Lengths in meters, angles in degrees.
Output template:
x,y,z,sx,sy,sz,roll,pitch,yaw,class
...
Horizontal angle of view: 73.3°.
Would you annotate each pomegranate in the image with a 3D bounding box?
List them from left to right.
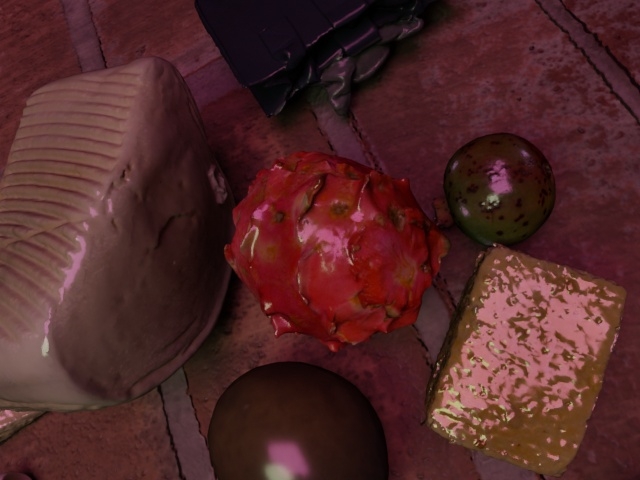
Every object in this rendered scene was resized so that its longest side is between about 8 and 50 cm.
x,y,z,sx,sy,sz,roll,pitch,yaw,class
0.187,-0.055,0.473,0.130,0.130,0.130,-4,73,14,pomegranate

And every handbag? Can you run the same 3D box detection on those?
x,y,z,sx,sy,sz,roll,pitch,yaw,class
0.013,-0.324,0.603,0.325,0.118,0.269,-31,61,5,handbag

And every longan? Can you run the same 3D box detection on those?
x,y,z,sx,sy,sz,roll,pitch,yaw,class
-0.020,0.208,0.424,0.189,0.189,0.189,-4,73,14,longan

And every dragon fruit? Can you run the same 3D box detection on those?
x,y,z,sx,sy,sz,roll,pitch,yaw,class
0.000,0.000,0.468,0.210,0.205,0.268,-56,32,11,dragon fruit

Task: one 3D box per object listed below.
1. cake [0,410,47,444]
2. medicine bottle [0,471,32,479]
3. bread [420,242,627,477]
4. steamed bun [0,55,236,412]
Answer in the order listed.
x,y,z,sx,sy,sz,roll,pitch,yaw,class
-0.472,0.252,0.596,0.220,0.117,0.086,-24,68,-29,cake
-0.410,0.344,0.543,0.052,0.052,0.089,36,86,22,medicine bottle
0.193,0.112,0.429,0.138,0.102,0.196,18,82,22,bread
-0.236,0.002,0.511,0.247,0.236,0.384,-6,65,24,steamed bun
